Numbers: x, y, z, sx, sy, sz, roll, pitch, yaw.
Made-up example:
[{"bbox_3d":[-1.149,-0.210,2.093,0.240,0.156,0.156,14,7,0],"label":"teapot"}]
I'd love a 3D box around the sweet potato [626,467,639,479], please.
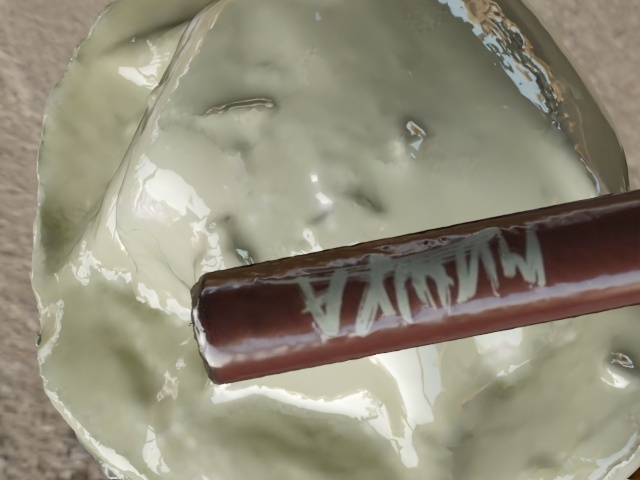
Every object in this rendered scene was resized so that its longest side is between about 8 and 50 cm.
[{"bbox_3d":[0.262,0.129,0.679,0.359,0.112,0.112,10,85,8],"label":"sweet potato"}]

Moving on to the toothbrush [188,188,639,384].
[{"bbox_3d":[0.133,-0.003,0.515,0.364,0.041,0.041,-11,76,1],"label":"toothbrush"}]

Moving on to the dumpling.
[{"bbox_3d":[0.000,0.000,0.761,0.315,0.233,0.395,-44,62,3],"label":"dumpling"}]
